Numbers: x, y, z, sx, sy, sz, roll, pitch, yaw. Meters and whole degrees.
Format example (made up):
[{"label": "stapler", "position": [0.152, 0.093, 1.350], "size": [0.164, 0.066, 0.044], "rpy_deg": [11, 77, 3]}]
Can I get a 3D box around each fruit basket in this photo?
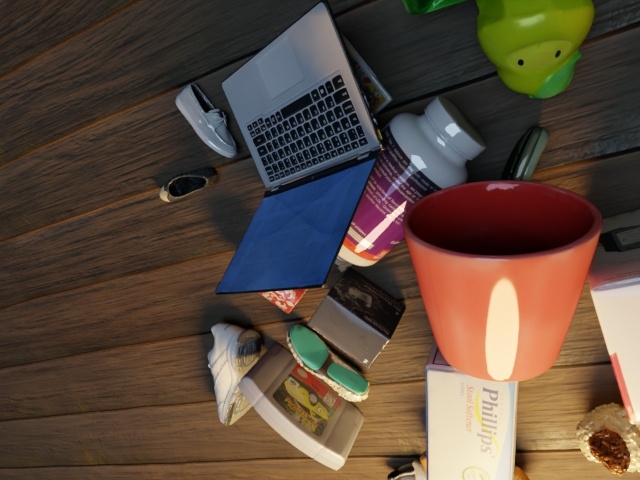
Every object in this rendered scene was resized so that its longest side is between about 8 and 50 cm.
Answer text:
[{"label": "fruit basket", "position": [0.300, -0.396, 0.766], "size": [0.392, 0.283, 0.391], "rpy_deg": [2, 98, 17]}]

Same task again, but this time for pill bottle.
[{"label": "pill bottle", "position": [0.142, -0.108, 0.971], "size": [0.181, 0.181, 0.323], "rpy_deg": [48, 119, 1]}]

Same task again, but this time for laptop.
[{"label": "laptop", "position": [-0.101, -0.140, 0.949], "size": [0.382, 0.236, 0.407], "rpy_deg": [-11, 105, 53]}]

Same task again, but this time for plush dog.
[{"label": "plush dog", "position": [0.586, 0.347, 0.951], "size": [0.226, 0.262, 0.210], "rpy_deg": [-19, 67, 17]}]

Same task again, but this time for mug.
[{"label": "mug", "position": [-0.110, 0.077, 1.168], "size": [0.169, 0.150, 0.113], "rpy_deg": [38, 79, 1]}]

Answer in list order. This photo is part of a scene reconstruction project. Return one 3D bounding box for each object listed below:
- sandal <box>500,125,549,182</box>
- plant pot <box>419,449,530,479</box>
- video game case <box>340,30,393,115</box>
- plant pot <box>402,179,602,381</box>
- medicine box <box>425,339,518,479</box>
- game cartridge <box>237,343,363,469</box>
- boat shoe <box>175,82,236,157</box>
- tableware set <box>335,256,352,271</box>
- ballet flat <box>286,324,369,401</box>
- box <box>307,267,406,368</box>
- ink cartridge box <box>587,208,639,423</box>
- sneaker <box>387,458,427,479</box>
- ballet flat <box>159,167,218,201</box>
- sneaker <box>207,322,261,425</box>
[{"label": "sandal", "position": [0.354, -0.053, 0.945], "size": [0.086, 0.120, 0.302], "rpy_deg": [18, 115, 0]}, {"label": "plant pot", "position": [0.322, 0.514, 1.122], "size": [0.205, 0.205, 0.188], "rpy_deg": [-45, 72, 28]}, {"label": "video game case", "position": [-0.002, -0.291, 1.054], "size": [0.227, 0.026, 0.206], "rpy_deg": [-38, 91, 28]}, {"label": "plant pot", "position": [0.274, 0.065, 0.814], "size": [0.275, 0.275, 0.243], "rpy_deg": [2, 119, 22]}, {"label": "medicine box", "position": [0.295, 0.284, 0.984], "size": [0.149, 0.289, 0.263], "rpy_deg": [3, 109, 22]}, {"label": "game cartridge", "position": [-0.042, 0.384, 1.213], "size": [0.294, 0.196, 0.060], "rpy_deg": [38, 119, 5]}, {"label": "boat shoe", "position": [-0.240, -0.266, 1.145], "size": [0.063, 0.066, 0.184], "rpy_deg": [-43, 79, 29]}, {"label": "tableware set", "position": [0.000, 0.000, 1.159], "size": [0.141, 0.020, 0.168], "rpy_deg": [-19, 100, 27]}, {"label": "ballet flat", "position": [0.007, 0.299, 1.231], "size": [0.241, 0.091, 0.077], "rpy_deg": [40, 143, 9]}, {"label": "box", "position": [0.081, 0.159, 1.103], "size": [0.156, 0.158, 0.093], "rpy_deg": [35, 117, 7]}, {"label": "ink cartridge box", "position": [0.510, 0.103, 0.822], "size": [0.131, 0.306, 0.226], "rpy_deg": [-17, 100, 26]}, {"label": "sneaker", "position": [0.215, 0.625, 1.265], "size": [0.132, 0.086, 0.228], "rpy_deg": [25, 106, 18]}, {"label": "ballet flat", "position": [-0.318, -0.132, 1.226], "size": [0.173, 0.049, 0.057], "rpy_deg": [-18, 100, 27]}, {"label": "sneaker", "position": [-0.229, 0.339, 1.343], "size": [0.129, 0.111, 0.297], "rpy_deg": [21, 112, 32]}]
